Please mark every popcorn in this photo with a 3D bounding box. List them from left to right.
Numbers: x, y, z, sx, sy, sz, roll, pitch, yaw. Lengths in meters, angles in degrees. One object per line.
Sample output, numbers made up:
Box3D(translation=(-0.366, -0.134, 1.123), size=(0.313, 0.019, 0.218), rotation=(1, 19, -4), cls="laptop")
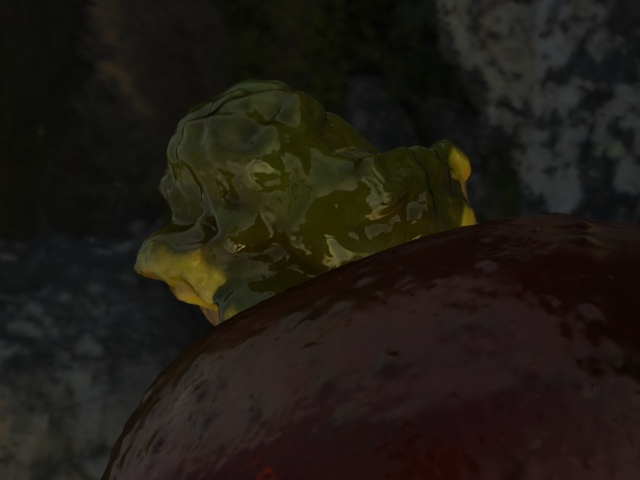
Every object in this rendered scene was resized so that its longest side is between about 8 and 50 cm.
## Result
Box3D(translation=(-0.004, 0.004, 0.879), size=(0.197, 0.197, 0.155), rotation=(20, 89, 51), cls="popcorn")

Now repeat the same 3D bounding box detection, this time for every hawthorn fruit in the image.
Box3D(translation=(0.082, 0.118, 0.552), size=(0.299, 0.275, 0.275), rotation=(-22, 61, 25), cls="hawthorn fruit")
